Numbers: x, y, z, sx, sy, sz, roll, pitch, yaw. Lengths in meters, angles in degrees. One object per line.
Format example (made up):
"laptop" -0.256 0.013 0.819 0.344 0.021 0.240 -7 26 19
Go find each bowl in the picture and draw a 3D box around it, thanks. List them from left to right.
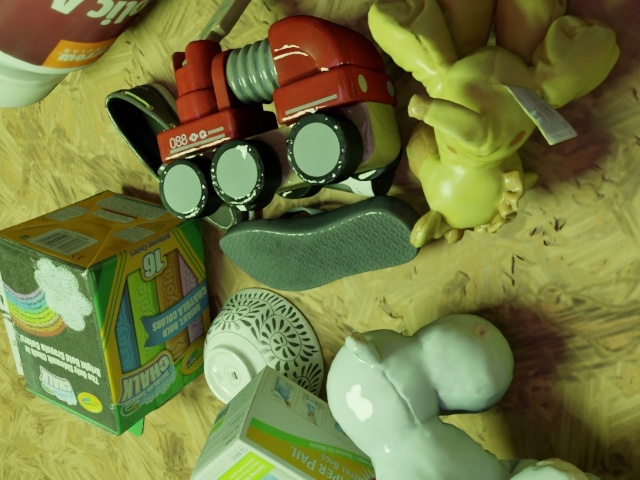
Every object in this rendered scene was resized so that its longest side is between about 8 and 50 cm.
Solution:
"bowl" -0.087 0.149 0.817 0.170 0.080 0.170 11 110 32

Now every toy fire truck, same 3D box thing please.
"toy fire truck" -0.046 -0.160 0.627 0.217 0.158 0.247 -12 91 30

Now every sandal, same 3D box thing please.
"sandal" 0.001 0.001 0.722 0.254 0.054 0.097 -7 129 36

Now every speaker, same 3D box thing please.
"speaker" 0.008 -0.081 0.691 0.136 0.055 0.055 14 113 30

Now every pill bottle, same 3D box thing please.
"pill bottle" -0.276 -0.318 0.704 0.392 0.224 0.224 -30 87 38

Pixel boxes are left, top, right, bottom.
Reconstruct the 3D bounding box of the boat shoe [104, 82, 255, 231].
"boat shoe" -0.169 -0.092 0.800 0.228 0.068 0.081 49 126 12

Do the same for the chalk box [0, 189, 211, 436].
"chalk box" -0.260 0.109 0.856 0.180 0.179 0.289 15 120 30

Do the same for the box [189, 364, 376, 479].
"box" -0.018 0.250 0.739 0.203 0.103 0.114 35 126 -11

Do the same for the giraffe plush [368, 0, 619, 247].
"giraffe plush" 0.128 -0.088 0.542 0.181 0.210 0.171 -2 141 -2

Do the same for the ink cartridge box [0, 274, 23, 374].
"ink cartridge box" -0.412 0.110 1.029 0.139 0.082 0.191 -1 103 35

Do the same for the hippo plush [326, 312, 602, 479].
"hippo plush" 0.099 0.202 0.640 0.294 0.234 0.237 -18 64 -2
